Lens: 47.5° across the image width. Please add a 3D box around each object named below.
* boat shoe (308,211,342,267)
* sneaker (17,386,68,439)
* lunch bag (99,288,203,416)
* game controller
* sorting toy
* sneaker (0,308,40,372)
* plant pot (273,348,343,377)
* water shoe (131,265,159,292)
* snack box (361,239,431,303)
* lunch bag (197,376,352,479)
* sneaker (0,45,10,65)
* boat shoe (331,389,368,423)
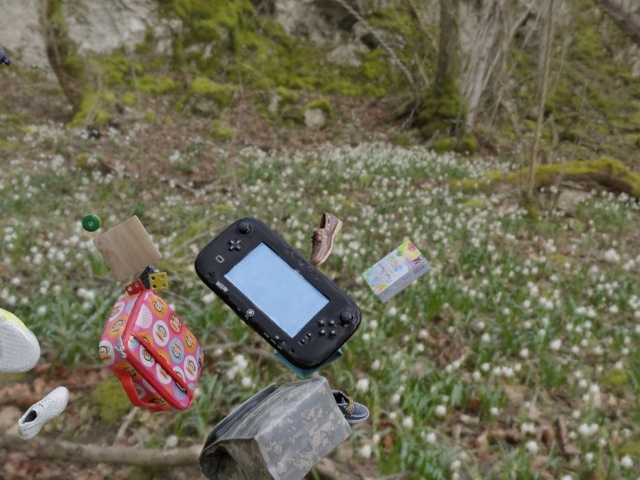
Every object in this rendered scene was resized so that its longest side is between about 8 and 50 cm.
[{"bbox_3d":[0.000,0.000,1.898,0.060,0.178,0.064,41,-41,-20],"label":"boat shoe"},{"bbox_3d":[-0.663,0.407,1.743,0.053,0.152,0.061,29,-40,13],"label":"sneaker"},{"bbox_3d":[-0.425,0.296,1.824,0.120,0.258,0.293,-17,-53,22],"label":"lunch bag"},{"bbox_3d":[-0.081,0.094,1.340,0.319,0.166,0.067,40,-32,17],"label":"game controller"},{"bbox_3d":[-0.506,0.028,1.934,0.275,0.132,0.046,60,0,-10],"label":"sorting toy"},{"bbox_3d":[-0.515,0.119,1.092,0.240,0.091,0.126,27,2,1],"label":"sneaker"},{"bbox_3d":[-0.056,0.294,2.405,0.165,0.234,0.165,-33,-52,15],"label":"plant pot"},{"bbox_3d":[-0.488,0.093,2.061,0.080,0.073,0.203,15,-26,-12],"label":"water shoe"},{"bbox_3d":[0.176,0.072,1.695,0.037,0.141,0.100,52,3,-32],"label":"snack box"},{"bbox_3d":[-0.117,0.428,1.592,0.287,0.235,0.169,-21,-83,47],"label":"lunch bag"},{"bbox_3d":[-0.773,-0.417,1.561,0.223,0.083,0.098,15,-31,25],"label":"sneaker"},{"bbox_3d":[0.075,0.492,2.152,0.183,0.065,0.083,14,-40,-22],"label":"boat shoe"}]
